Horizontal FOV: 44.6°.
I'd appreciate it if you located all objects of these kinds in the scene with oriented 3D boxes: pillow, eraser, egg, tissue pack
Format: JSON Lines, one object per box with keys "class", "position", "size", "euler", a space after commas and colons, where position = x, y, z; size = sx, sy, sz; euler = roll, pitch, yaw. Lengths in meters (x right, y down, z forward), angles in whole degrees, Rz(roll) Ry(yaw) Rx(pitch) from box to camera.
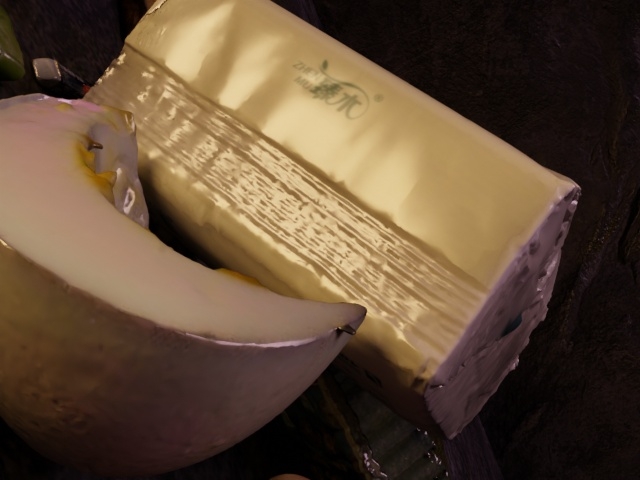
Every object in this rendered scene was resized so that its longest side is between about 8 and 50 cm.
{"class": "pillow", "position": [0.016, 0.224, 0.790], "size": [0.256, 0.034, 0.189], "euler": [60, -23, -7]}
{"class": "eraser", "position": [-0.227, -0.141, 0.721], "size": [0.027, 0.019, 0.099], "euler": [70, 12, 17]}
{"class": "egg", "position": [-0.130, 0.046, 0.475], "size": [0.271, 0.162, 0.206], "euler": [33, 24, 15]}
{"class": "tissue pack", "position": [0.012, -0.022, 0.686], "size": [0.380, 0.207, 0.297], "euler": [36, -9, 22]}

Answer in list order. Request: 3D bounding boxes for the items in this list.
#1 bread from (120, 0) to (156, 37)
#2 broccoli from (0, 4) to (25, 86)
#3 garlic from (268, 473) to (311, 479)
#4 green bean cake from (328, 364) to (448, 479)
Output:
{"class": "bread", "position": [-0.209, -0.274, 0.960], "size": [0.074, 0.053, 0.132], "euler": [52, 17, -49]}
{"class": "broccoli", "position": [-0.263, -0.194, 0.535], "size": [0.204, 0.122, 0.118], "euler": [73, 17, -54]}
{"class": "garlic", "position": [-0.011, 0.290, 0.696], "size": [0.175, 0.099, 0.124], "euler": [63, 24, -8]}
{"class": "green bean cake", "position": [0.046, 0.228, 0.887], "size": [0.181, 0.094, 0.173], "euler": [5, -57, 64]}
